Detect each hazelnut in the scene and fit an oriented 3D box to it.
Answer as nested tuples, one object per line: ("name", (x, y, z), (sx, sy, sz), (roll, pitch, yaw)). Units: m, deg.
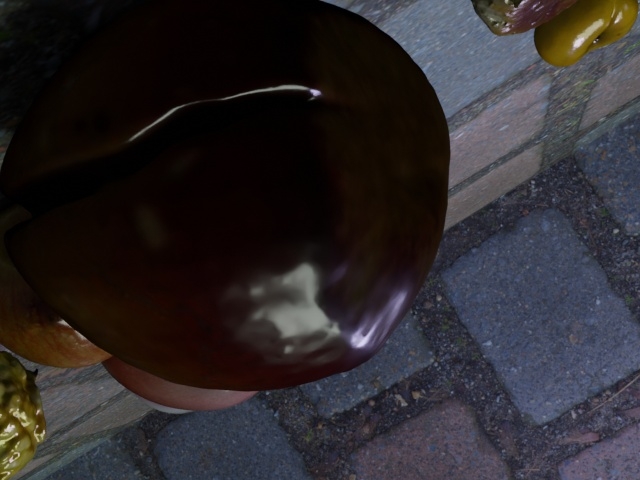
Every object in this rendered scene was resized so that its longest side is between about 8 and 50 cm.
("hazelnut", (-0.068, -0.037, 0.868), (0.402, 0.402, 0.429), (-36, 180, 28))

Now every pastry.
("pastry", (0.285, -0.346, 1.171), (0.192, 0.093, 0.182), (-34, 167, 19))

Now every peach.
("peach", (0.437, -0.362, 1.497), (0.179, 0.103, 0.179), (-30, 167, -8))

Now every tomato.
("tomato", (-0.198, 0.127, 1.439), (0.321, 0.321, 0.321), (-30, 170, -6))

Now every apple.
("apple", (-0.296, 0.042, 1.061), (0.211, 0.211, 0.188), (-29, 148, -9))

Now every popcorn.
("popcorn", (-0.540, 0.289, 1.508), (0.192, 0.233, 0.266), (-34, 145, -16))

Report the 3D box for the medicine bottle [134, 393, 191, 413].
("medicine bottle", (-0.245, 0.217, 1.898), (0.256, 0.256, 0.325), (-33, 168, 12))
